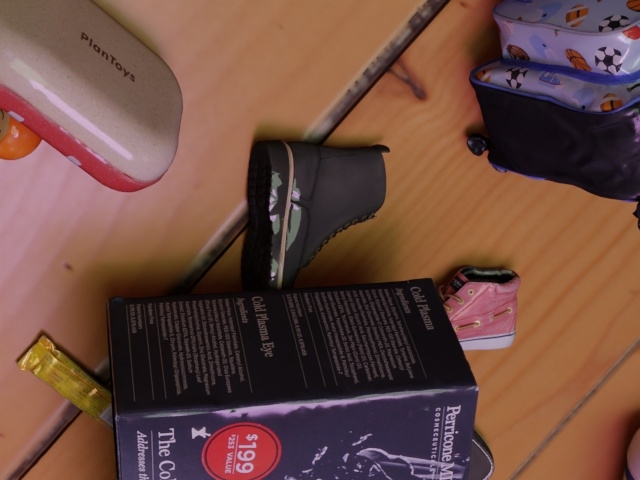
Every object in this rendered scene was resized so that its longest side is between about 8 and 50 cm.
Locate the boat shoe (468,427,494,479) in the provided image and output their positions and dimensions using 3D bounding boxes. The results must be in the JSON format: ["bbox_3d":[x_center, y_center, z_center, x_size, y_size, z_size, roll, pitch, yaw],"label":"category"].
[{"bbox_3d":[0.110,0.212,1.429,0.223,0.073,0.080,38,95,-29],"label":"boat shoe"}]

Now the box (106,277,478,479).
[{"bbox_3d":[-0.035,0.228,1.263,0.312,0.179,0.343,-4,123,-10],"label":"box"}]

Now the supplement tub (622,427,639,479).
[{"bbox_3d":[0.450,0.383,1.543,0.235,0.235,0.325,-3,113,-20],"label":"supplement tub"}]

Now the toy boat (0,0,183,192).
[{"bbox_3d":[-0.237,-0.122,1.133,0.151,0.151,0.231,-33,124,28],"label":"toy boat"}]

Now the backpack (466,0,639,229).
[{"bbox_3d":[0.301,-0.161,1.258,0.263,0.276,0.213,-23,120,-26],"label":"backpack"}]

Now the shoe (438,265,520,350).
[{"bbox_3d":[0.128,0.072,1.387,0.178,0.063,0.081,-4,112,-26],"label":"shoe"}]

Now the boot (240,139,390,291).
[{"bbox_3d":[0.000,0.000,1.301,0.137,0.077,0.198,-4,114,-26],"label":"boot"}]

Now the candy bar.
[{"bbox_3d":[-0.224,0.151,1.305,0.040,0.018,0.161,-44,120,5],"label":"candy bar"}]
